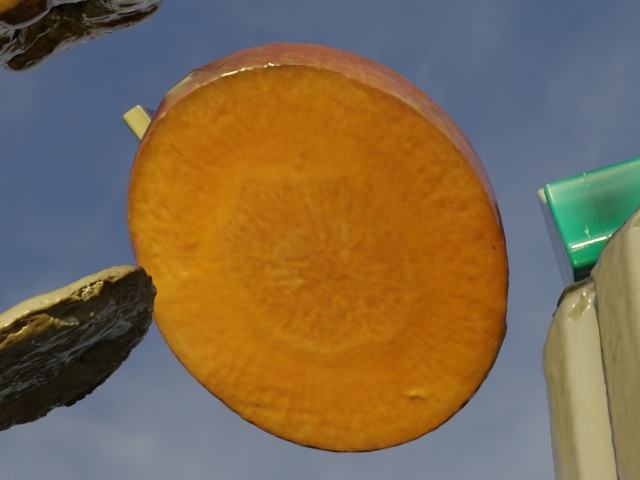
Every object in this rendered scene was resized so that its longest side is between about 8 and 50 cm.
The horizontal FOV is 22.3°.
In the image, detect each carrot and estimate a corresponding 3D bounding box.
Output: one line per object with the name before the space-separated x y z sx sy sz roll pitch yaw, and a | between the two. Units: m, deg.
carrot | 0.000 0.000 1.150 0.258 0.100 0.307 -42 -75 2

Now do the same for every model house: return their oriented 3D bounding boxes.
model house | 0.258 -0.002 1.436 0.100 0.127 0.149 -17 2 5

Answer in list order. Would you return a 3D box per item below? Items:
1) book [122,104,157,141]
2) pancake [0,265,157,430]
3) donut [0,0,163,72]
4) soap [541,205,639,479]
book | -0.087 -0.022 1.659 0.027 0.264 0.202 -39 -8 7
pancake | -0.150 0.061 0.891 0.151 0.025 0.152 -28 -19 -11
donut | -0.268 -0.270 1.585 0.299 0.150 0.317 -26 0 -27
soap | 0.287 0.157 0.918 0.212 0.435 0.350 8 -38 -12
